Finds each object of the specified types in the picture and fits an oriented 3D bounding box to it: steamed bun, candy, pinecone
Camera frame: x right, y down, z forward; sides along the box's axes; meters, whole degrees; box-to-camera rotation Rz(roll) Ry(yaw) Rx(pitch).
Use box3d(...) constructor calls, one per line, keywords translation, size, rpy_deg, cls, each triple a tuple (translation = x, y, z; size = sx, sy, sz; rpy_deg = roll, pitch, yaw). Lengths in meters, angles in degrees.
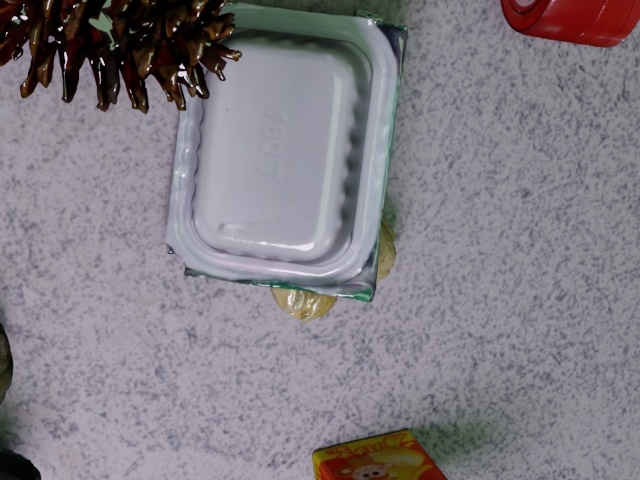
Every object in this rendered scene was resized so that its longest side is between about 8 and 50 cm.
box3d(translation=(0.000, 0.000, 1.800), size=(0.177, 0.106, 0.192), rpy_deg=(-34, 111, -5), cls="steamed bun")
box3d(translation=(0.093, 0.346, 1.844), size=(0.146, 0.276, 0.088), rpy_deg=(-11, 109, -14), cls="candy")
box3d(translation=(-0.225, -0.247, 1.568), size=(0.292, 0.246, 0.246), rpy_deg=(22, 101, -1), cls="pinecone")

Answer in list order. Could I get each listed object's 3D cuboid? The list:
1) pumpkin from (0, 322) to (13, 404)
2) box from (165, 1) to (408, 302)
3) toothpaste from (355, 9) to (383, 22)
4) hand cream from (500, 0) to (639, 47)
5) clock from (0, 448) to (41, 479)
box3d(translation=(-0.470, 0.144, 1.684), size=(0.224, 0.157, 0.223), rpy_deg=(-5, 119, -9), cls="pumpkin")
box3d(translation=(-0.048, -0.104, 1.687), size=(0.264, 0.106, 0.336), rpy_deg=(7, 97, 5), cls="box")
box3d(translation=(0.043, -0.215, 1.790), size=(0.037, 0.021, 0.140), rpy_deg=(13, 101, -18), cls="toothpaste")
box3d(translation=(0.306, -0.331, 1.738), size=(0.125, 0.193, 0.193), rpy_deg=(4, 106, -18), cls="hand cream")
box3d(translation=(-0.472, 0.294, 1.652), size=(0.313, 0.312, 0.061), rpy_deg=(2, 98, -17), cls="clock")
